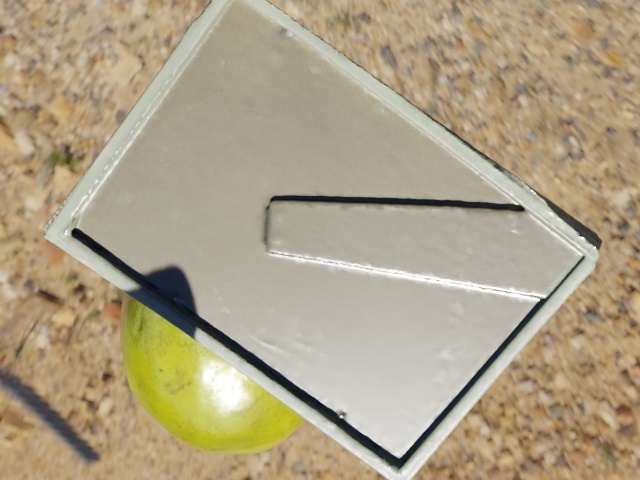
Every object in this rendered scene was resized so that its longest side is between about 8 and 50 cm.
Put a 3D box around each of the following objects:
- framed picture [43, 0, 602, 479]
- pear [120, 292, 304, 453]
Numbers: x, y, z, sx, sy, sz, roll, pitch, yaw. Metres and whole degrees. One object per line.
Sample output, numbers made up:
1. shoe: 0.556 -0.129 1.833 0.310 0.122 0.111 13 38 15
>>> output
1. framed picture: 0.000 0.000 0.875 0.260 0.023 0.189 35 105 -7
2. pear: -0.093 0.082 1.729 0.253 0.253 0.307 11 110 -5
